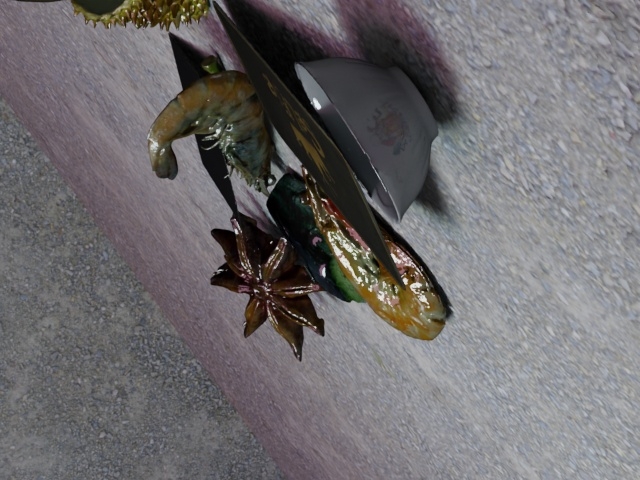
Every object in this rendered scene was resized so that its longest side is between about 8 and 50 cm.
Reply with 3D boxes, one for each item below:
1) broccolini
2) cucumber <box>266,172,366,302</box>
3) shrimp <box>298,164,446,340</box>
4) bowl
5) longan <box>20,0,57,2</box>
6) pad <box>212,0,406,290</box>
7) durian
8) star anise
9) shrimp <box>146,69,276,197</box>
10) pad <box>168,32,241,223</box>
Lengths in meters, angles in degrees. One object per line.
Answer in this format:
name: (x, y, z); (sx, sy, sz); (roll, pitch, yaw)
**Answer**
broccolini: (-0.133, -0.174, 1.980); (0.051, 0.054, 0.239); (59, 169, 26)
cucumber: (0.000, 0.000, 1.970); (0.193, 0.085, 0.115); (50, 170, 25)
shrimp: (0.063, 0.010, 1.843); (0.294, 0.062, 0.154); (50, 154, -14)
bowl: (0.059, -0.116, 1.415); (0.189, 0.086, 0.189); (57, 176, 7)
longan: (-0.305, -0.379, 1.551); (0.258, 0.258, 0.258); (46, 166, 15)
pad: (-0.050, -0.119, 1.621); (0.375, 0.063, 0.315); (52, 171, 45)
durian: (-0.222, -0.328, 1.787); (0.252, 0.144, 0.139); (45, 130, 44)
star anise: (-0.069, 0.060, 2.308); (0.272, 0.102, 0.272); (25, 134, 29)
shrimp: (-0.138, -0.114, 1.890); (0.058, 0.169, 0.296); (57, 172, 31)
pad: (-0.162, -0.156, 2.022); (0.164, 0.004, 0.243); (-125, 17, -46)
